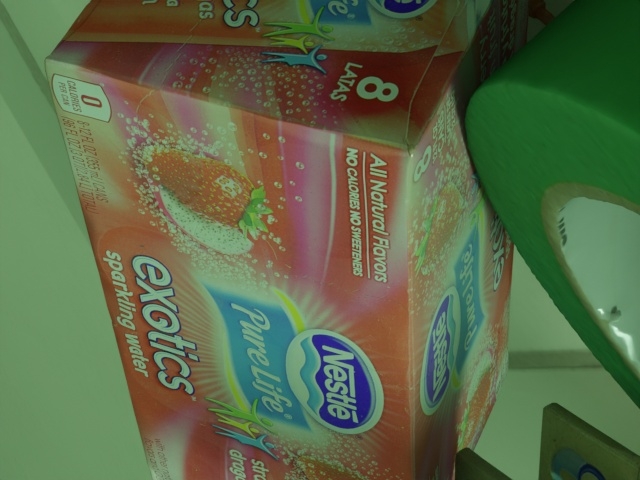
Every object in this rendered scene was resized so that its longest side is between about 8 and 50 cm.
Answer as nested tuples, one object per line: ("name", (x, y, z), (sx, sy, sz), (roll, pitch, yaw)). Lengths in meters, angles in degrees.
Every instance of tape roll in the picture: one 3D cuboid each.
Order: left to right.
("tape roll", (0.184, 0.045, 0.514), (0.321, 0.077, 0.321), (48, 175, 6))

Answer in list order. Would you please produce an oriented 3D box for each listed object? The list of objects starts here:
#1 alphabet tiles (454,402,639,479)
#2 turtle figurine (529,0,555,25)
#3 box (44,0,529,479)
("alphabet tiles", (0.166, 0.235, 0.634), (0.342, 0.011, 0.285), (32, 132, 47))
("turtle figurine", (-0.003, -0.111, 0.759), (0.217, 0.087, 0.269), (57, 153, -3))
("box", (0.000, 0.000, 0.685), (0.154, 0.142, 0.300), (16, 142, 16))
